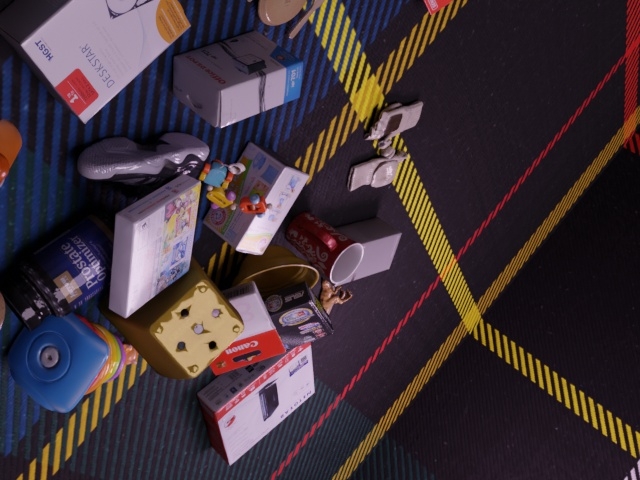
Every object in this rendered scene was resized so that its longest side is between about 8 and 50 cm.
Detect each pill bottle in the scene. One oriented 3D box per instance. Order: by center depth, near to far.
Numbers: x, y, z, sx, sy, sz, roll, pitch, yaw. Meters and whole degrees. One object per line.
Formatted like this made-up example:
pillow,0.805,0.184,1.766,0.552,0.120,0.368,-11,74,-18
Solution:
pill bottle,-0.442,0.055,1.407,0.219,0.122,0.123,-39,148,-23

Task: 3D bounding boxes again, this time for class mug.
mug,0.007,-0.003,1.929,0.113,0.169,0.150,-31,143,-33

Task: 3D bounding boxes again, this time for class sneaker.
sneaker,-0.316,-0.101,1.436,0.268,0.101,0.153,-18,133,-49

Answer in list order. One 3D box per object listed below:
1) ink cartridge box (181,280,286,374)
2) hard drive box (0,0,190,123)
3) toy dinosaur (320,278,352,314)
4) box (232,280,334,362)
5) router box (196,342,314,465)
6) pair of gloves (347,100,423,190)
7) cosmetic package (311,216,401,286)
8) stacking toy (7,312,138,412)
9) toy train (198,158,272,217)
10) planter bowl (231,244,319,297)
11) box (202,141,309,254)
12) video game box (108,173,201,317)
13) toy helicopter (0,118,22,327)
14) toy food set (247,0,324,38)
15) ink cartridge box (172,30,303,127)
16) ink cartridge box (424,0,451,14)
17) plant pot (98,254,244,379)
ink cartridge box,-0.198,0.215,1.831,0.189,0.066,0.232,-18,120,4
hard drive box,-0.331,-0.322,1.196,0.232,0.089,0.181,-46,149,-11
toy dinosaur,0.023,0.171,2.267,0.112,0.064,0.212,-11,123,-26
box,-0.123,0.209,1.956,0.270,0.060,0.216,-20,150,5
router box,-0.167,0.420,2.223,0.335,0.082,0.301,-37,147,-25
pair of gloves,0.170,-0.235,2.041,0.204,0.042,0.240,-16,135,-47
cosmetic package,0.098,0.027,2.159,0.238,0.107,0.127,-14,130,-44
stacking toy,-0.448,0.225,1.585,0.166,0.175,0.302,-54,164,4
toy train,-0.166,-0.108,1.569,0.166,0.125,0.046,67,25,-51
planter bowl,-0.119,0.072,1.877,0.217,0.090,0.217,-15,155,-7
box,-0.136,-0.086,1.693,0.203,0.114,0.103,-59,152,9
video game box,-0.290,0.007,1.414,0.187,0.048,0.205,-38,150,-50
toy helicopter,-0.474,-0.019,1.047,0.235,0.355,0.140,-36,151,6
toy food set,-0.069,-0.457,1.483,0.132,0.038,0.192,-49,156,8
ink cartridge box,-0.147,-0.290,1.436,0.190,0.139,0.082,-28,143,-37
ink cartridge box,0.300,-0.616,1.683,0.238,0.060,0.275,-34,142,7
plant pot,-0.274,0.154,1.598,0.212,0.187,0.212,-43,118,-16
